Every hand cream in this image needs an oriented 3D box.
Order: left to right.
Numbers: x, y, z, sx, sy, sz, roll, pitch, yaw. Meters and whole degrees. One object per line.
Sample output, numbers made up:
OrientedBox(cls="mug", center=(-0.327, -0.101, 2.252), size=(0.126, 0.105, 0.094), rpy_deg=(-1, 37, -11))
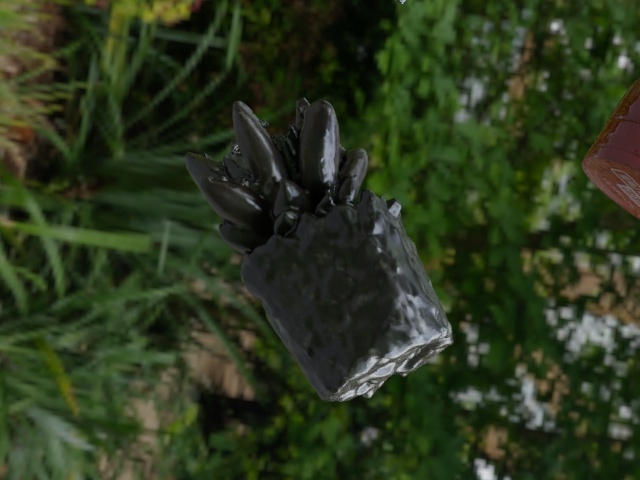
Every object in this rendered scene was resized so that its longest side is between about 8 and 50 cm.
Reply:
OrientedBox(cls="hand cream", center=(0.414, -0.092, 1.660), size=(0.125, 0.193, 0.193), rpy_deg=(-58, 176, -7))

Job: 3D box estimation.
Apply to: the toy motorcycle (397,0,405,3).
OrientedBox(cls="toy motorcycle", center=(0.021, -0.302, 1.382), size=(0.058, 0.100, 0.173), rpy_deg=(-59, 139, -11))

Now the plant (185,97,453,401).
OrientedBox(cls="plant", center=(0.000, 0.000, 1.459), size=(0.321, 0.181, 0.194), rpy_deg=(63, 4, 16))
